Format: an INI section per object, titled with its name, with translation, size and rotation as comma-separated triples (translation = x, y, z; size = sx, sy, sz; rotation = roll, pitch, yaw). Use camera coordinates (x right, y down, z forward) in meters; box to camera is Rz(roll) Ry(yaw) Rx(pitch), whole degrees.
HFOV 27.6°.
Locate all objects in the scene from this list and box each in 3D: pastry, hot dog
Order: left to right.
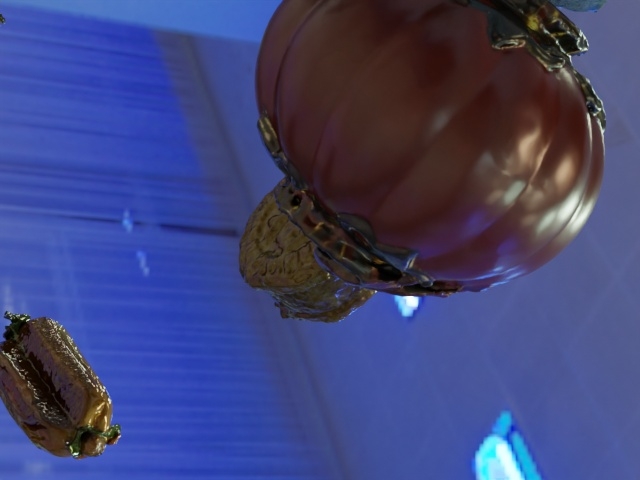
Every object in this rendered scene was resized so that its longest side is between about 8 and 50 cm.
[hot dog]
translation = -0.210, 0.115, 1.013
size = 0.188, 0.072, 0.055
rotation = 39, -19, 53
[pastry]
translation = 0.000, 0.000, 1.427
size = 0.189, 0.103, 0.188
rotation = -28, -141, 25

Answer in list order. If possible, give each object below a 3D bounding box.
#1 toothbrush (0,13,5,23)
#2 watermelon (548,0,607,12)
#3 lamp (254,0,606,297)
[toothbrush]
translation = -0.491, -0.137, 1.237
size = 0.042, 0.413, 0.035
rotation = 46, -24, 35
[watermelon]
translation = 0.248, -0.429, 1.460
size = 0.321, 0.175, 0.188
rotation = 60, -31, 19
[lamp]
translation = 0.060, -0.068, 0.787
size = 0.227, 0.227, 0.226
rotation = -19, -112, 61
